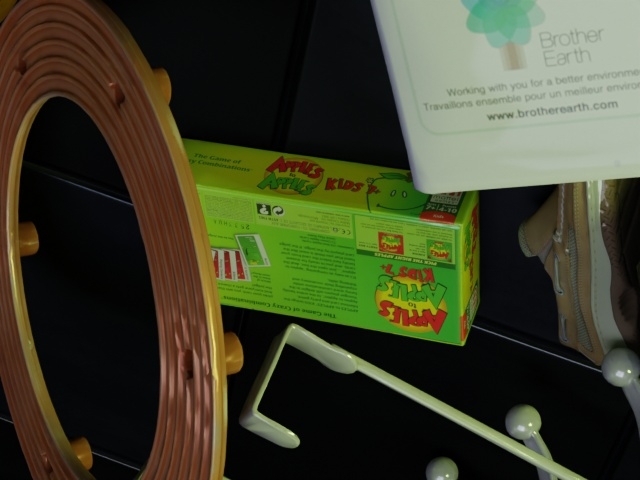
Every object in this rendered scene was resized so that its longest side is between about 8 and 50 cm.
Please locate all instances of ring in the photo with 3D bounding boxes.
[{"bbox_3d":[-0.121,0.029,0.907,0.336,0.032,0.337,28,123,55],"label":"ring"}]

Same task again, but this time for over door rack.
[{"bbox_3d":[0.074,0.133,0.954,0.324,0.108,0.239,18,151,-16],"label":"over door rack"}]

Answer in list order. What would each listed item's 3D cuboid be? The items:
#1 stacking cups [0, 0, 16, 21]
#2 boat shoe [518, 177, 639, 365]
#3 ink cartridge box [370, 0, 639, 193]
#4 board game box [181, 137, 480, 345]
[{"bbox_3d":[-0.308,-0.208,0.888,0.316,0.096,0.096,22,134,8],"label":"stacking cups"},{"bbox_3d":[0.139,-0.002,0.894,0.072,0.068,0.190,11,134,29],"label":"boat shoe"},{"bbox_3d":[0.134,-0.230,0.600,0.270,0.151,0.395,-4,116,27],"label":"ink cartridge box"},{"bbox_3d":[0.000,0.000,0.964,0.181,0.043,0.092,9,132,16],"label":"board game box"}]
